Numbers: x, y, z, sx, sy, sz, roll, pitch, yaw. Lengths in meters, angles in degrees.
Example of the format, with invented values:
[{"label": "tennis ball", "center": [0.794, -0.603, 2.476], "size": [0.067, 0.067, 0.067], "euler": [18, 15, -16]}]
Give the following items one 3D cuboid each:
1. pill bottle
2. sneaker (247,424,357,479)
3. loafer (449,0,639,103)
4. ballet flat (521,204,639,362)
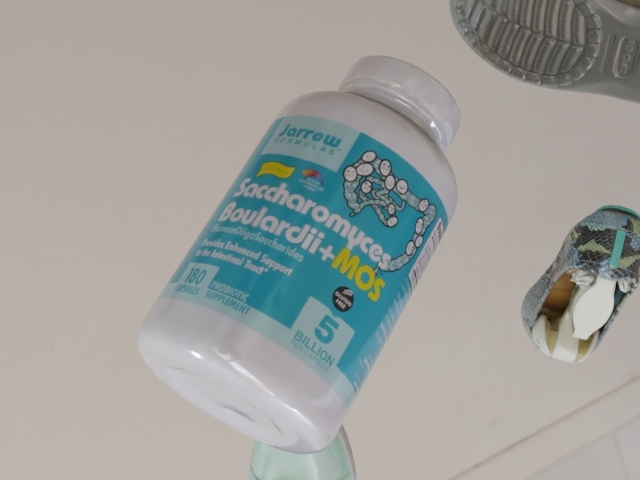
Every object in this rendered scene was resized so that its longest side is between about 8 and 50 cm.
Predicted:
[{"label": "pill bottle", "center": [0.000, 0.000, 0.707], "size": [0.146, 0.264, 0.146], "euler": [25, 158, 11]}, {"label": "sneaker", "center": [-0.027, 0.258, 0.836], "size": [0.151, 0.094, 0.256], "euler": [-24, -62, -81]}, {"label": "loafer", "center": [0.221, -0.162, 0.805], "size": [0.251, 0.087, 0.094], "euler": [25, 122, 16]}, {"label": "ballet flat", "center": [0.182, 0.050, 0.737], "size": [0.070, 0.070, 0.188], "euler": [56, 161, 29]}]
